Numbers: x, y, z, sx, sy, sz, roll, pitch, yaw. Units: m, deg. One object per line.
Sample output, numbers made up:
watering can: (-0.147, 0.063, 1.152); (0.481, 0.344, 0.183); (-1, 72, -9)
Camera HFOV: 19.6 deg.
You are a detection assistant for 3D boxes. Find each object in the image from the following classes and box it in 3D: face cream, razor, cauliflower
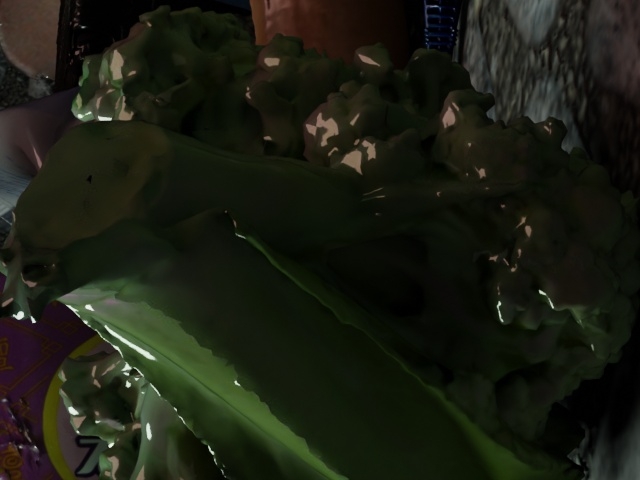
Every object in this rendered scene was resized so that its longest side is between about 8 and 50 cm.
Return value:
face cream: (-0.190, -0.031, 1.516); (0.420, 0.235, 0.137); (-12, 48, 61)
razor: (0.056, -0.090, 0.915); (0.028, 0.044, 0.154); (44, -130, -73)
cauliflower: (-0.021, 0.015, 0.659); (0.256, 0.315, 0.238); (2, 76, 33)

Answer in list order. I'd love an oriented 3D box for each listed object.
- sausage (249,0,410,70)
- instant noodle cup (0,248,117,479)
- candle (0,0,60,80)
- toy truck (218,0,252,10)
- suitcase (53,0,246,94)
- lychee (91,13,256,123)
sausage: (0.000, 0.000, 0.975); (0.094, 0.094, 0.418); (121, 152, -70)
instant noodle cup: (-0.183, 0.167, 1.285); (0.340, 0.340, 0.265); (131, 131, -69)
candle: (-0.256, -0.323, 1.937); (0.287, 0.317, 0.131); (-24, 46, 27)
toy truck: (-0.049, -0.264, 1.185); (0.385, 0.161, 0.162); (144, 140, -75)
suitcase: (-0.146, -0.178, 1.595); (0.335, 0.152, 0.229); (122, 152, -68)
lychee: (-0.065, -0.043, 1.116); (0.197, 0.165, 0.165); (-52, 12, -4)
